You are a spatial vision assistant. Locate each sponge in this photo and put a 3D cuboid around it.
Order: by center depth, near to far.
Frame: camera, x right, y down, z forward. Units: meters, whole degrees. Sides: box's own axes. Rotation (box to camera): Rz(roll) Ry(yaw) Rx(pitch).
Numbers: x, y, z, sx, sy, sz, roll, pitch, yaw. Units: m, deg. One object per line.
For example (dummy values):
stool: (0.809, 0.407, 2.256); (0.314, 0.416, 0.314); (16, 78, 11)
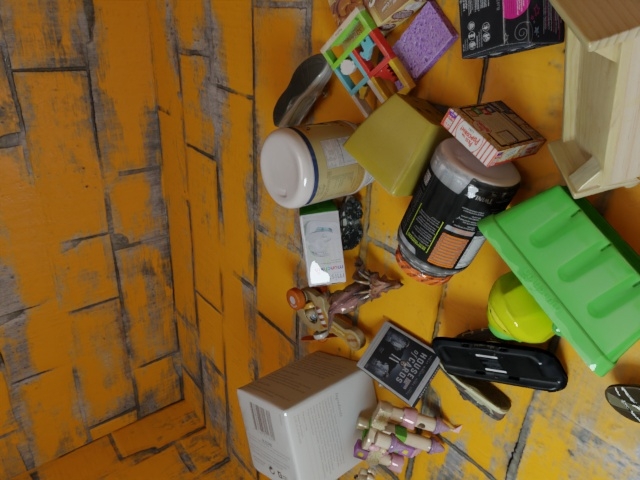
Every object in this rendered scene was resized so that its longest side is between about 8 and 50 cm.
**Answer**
sponge: (0.250, -0.490, 1.259); (0.210, 0.031, 0.117); (-43, 69, 51)

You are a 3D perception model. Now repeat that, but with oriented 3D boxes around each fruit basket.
fruit basket: (0.474, 0.109, 1.044); (0.391, 0.282, 0.393); (3, 95, 38)

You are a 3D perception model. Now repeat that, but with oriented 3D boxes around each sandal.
sandal: (0.699, 0.318, 0.986); (0.219, 0.060, 0.090); (-20, 94, 40)

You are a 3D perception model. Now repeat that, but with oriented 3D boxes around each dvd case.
dvd case: (0.246, 0.378, 1.527); (0.238, 0.179, 0.029); (27, 168, 45)

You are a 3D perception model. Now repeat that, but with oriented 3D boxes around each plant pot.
plant pot: (0.227, -0.253, 1.259); (0.212, 0.212, 0.187); (50, 125, 28)

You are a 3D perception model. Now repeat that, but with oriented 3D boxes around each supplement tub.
supplement tub: (0.317, -0.061, 1.199); (0.207, 0.207, 0.338); (48, 137, 29)
supplement tub: (0.008, -0.231, 1.441); (0.228, 0.316, 0.229); (25, 123, 45)

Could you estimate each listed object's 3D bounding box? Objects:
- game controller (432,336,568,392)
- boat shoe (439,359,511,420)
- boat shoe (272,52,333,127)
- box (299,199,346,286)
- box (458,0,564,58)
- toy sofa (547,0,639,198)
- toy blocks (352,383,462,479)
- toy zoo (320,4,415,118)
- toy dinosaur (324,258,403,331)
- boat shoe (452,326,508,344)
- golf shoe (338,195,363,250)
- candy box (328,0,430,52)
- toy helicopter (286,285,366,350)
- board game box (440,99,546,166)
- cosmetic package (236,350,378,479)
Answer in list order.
game controller: (0.439, 0.306, 1.231); (0.319, 0.067, 0.167); (-2, 130, 42)
boat shoe: (0.419, 0.416, 1.369); (0.223, 0.080, 0.074); (34, 125, 35)
boat shoe: (-0.048, -0.481, 1.614); (0.320, 0.103, 0.118); (-43, 50, 45)
box: (0.000, 0.000, 1.603); (0.262, 0.126, 0.231); (-102, 4, -78)
box: (0.381, -0.509, 0.988); (0.163, 0.142, 0.248); (9, 110, 52)
toy sofa: (0.489, -0.249, 0.809); (0.363, 0.177, 0.150); (57, -160, -49)
toy blocks: (0.263, 0.641, 1.531); (0.259, 0.309, 0.289); (19, 121, -2)
toy zoo: (0.136, -0.452, 1.332); (0.293, 0.030, 0.192); (54, 147, -5)
toy dinosaur: (0.105, 0.179, 1.570); (0.127, 0.295, 0.200); (48, -175, -7)
boat shoe: (0.418, 0.277, 1.326); (0.081, 0.069, 0.227); (32, 153, -16)
golf shoe: (0.096, -0.061, 1.619); (0.094, 0.077, 0.198); (-118, 30, -52)
candy box: (0.156, -0.647, 1.268); (0.316, 0.087, 0.183); (-17, 92, 54)
toy helicopter: (0.026, 0.309, 1.799); (0.355, 0.140, 0.235); (28, 127, 41)
board game box: (0.376, -0.236, 1.060); (0.147, 0.193, 0.045); (53, 140, 26)
cosmetic package: (-0.032, 0.645, 1.789); (0.329, 0.393, 0.328); (-2, 102, 53)
